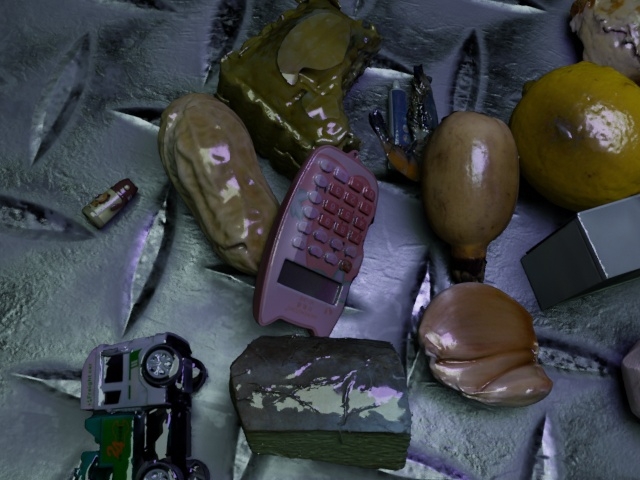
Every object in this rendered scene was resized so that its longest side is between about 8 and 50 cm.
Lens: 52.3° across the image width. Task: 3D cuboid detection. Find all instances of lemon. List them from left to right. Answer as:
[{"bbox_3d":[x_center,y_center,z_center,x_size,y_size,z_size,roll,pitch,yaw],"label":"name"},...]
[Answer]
[{"bbox_3d":[0.482,-0.182,1.183,0.284,0.260,0.260,23,70,16],"label":"lemon"}]

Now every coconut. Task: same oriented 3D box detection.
[{"bbox_3d":[0.605,0.229,1.109,0.171,0.171,0.182,1,74,-7],"label":"coconut"}]

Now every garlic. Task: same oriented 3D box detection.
[{"bbox_3d":[0.261,0.178,1.115,0.228,0.110,0.217,7,59,-16],"label":"garlic"}]

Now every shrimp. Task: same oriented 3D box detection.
[{"bbox_3d":[0.159,-0.241,1.214,0.198,0.051,0.261,19,67,-47],"label":"shrimp"}]

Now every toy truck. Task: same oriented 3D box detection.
[{"bbox_3d":[-0.267,0.323,0.967,0.178,0.176,0.363,-2,73,5],"label":"toy truck"}]

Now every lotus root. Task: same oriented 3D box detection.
[{"bbox_3d":[0.266,-0.075,1.162,0.183,0.183,0.309,2,89,-6],"label":"lotus root"}]

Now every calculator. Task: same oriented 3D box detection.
[{"bbox_3d":[0.000,0.000,1.092,0.048,0.220,0.329,15,81,45],"label":"calculator"}]

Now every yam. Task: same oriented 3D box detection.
[{"bbox_3d":[-0.005,0.245,1.018,0.271,0.202,0.201,-3,50,-6],"label":"yam"}]

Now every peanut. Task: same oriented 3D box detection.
[{"bbox_3d":[-0.163,-0.097,1.113,0.158,0.174,0.340,-29,92,-28],"label":"peanut"}]

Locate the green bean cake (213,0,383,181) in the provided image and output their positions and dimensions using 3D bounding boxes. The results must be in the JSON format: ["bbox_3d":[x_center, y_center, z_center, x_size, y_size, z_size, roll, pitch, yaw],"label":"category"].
[{"bbox_3d":[-0.007,-0.285,1.185,0.285,0.202,0.310,41,72,5],"label":"green bean cake"}]

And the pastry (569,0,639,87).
[{"bbox_3d":[0.659,-0.442,1.338,0.256,0.170,0.236,-10,76,-15],"label":"pastry"}]

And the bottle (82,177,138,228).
[{"bbox_3d":[-0.369,-0.070,1.148,0.063,0.047,0.101,37,70,17],"label":"bottle"}]

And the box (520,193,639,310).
[{"bbox_3d":[0.506,0.013,1.134,0.225,0.225,0.117,-16,74,-13],"label":"box"}]

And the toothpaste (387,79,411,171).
[{"bbox_3d":[0.152,-0.224,1.271,0.057,0.035,0.197,4,73,-17],"label":"toothpaste"}]
